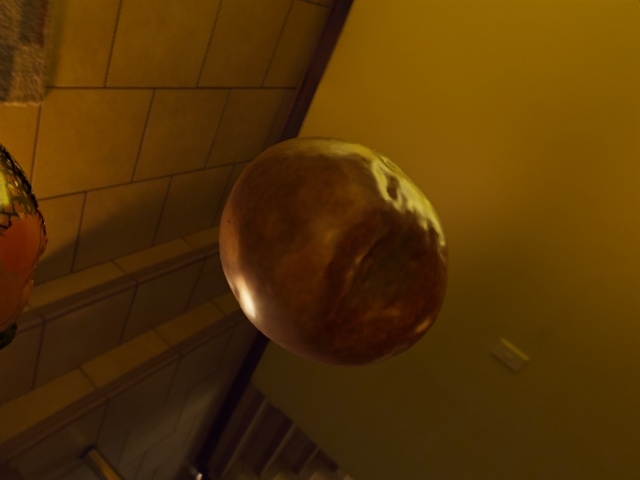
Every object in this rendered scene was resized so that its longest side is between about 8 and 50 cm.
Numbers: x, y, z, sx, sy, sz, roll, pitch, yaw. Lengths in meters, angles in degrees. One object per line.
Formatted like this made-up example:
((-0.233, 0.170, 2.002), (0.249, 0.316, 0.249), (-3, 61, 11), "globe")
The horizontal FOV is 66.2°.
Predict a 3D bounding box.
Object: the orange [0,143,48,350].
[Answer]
((-0.324, 0.004, 0.348), (0.235, 0.234, 0.182), (-60, 180, 24), "orange")

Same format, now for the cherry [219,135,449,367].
((0.000, 0.009, 0.493), (0.239, 0.239, 0.206), (52, 59, -72), "cherry")
